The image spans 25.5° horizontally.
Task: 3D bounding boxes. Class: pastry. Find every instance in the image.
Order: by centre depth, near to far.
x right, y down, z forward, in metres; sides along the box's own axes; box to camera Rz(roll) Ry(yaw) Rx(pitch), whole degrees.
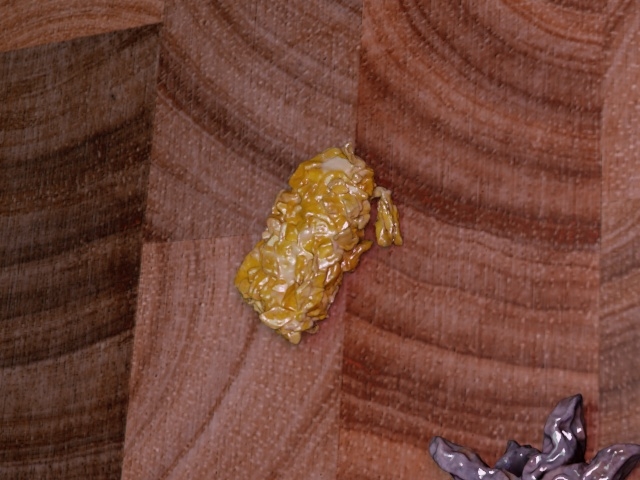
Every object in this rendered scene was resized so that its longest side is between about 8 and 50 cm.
[{"bbox_3d":[0.000,0.000,1.760,0.154,0.102,0.250,34,95,33],"label":"pastry"}]

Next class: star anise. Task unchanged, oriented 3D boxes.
[{"bbox_3d":[0.228,0.291,1.535,0.283,0.129,0.212,-25,48,19],"label":"star anise"}]
